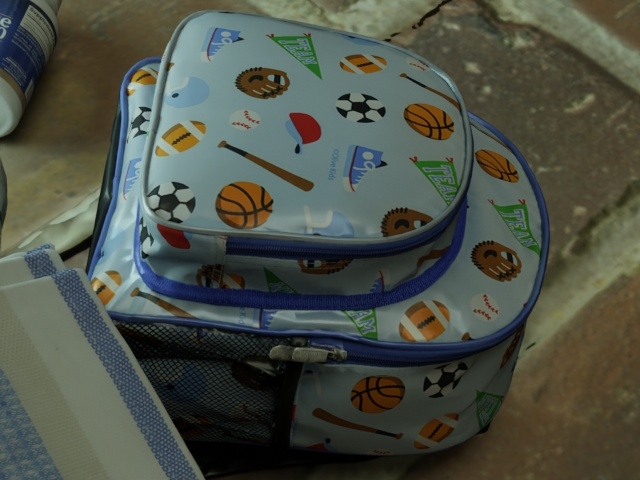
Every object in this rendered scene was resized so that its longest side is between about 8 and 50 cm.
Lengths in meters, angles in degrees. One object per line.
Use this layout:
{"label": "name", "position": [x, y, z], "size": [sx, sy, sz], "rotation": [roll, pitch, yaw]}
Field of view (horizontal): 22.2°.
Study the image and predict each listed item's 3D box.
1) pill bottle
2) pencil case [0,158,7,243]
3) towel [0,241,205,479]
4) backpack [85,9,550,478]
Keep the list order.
{"label": "pill bottle", "position": [-0.218, -0.133, 1.111], "size": [0.067, 0.067, 0.120], "rotation": [13, 51, 4]}
{"label": "pencil case", "position": [-0.254, 0.094, 0.860], "size": [0.160, 0.183, 0.410], "rotation": [16, 45, -23]}
{"label": "towel", "position": [-0.178, 0.116, 0.729], "size": [0.285, 0.034, 0.209], "rotation": [-17, 68, -45]}
{"label": "backpack", "position": [0.000, 0.000, 0.954], "size": [0.263, 0.213, 0.276], "rotation": [12, 50, -8]}
